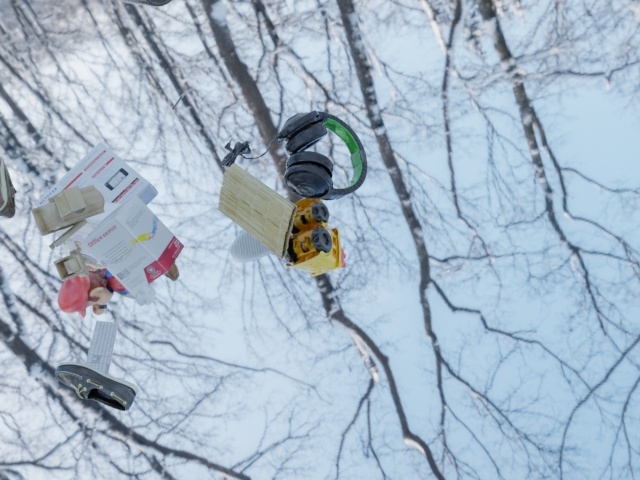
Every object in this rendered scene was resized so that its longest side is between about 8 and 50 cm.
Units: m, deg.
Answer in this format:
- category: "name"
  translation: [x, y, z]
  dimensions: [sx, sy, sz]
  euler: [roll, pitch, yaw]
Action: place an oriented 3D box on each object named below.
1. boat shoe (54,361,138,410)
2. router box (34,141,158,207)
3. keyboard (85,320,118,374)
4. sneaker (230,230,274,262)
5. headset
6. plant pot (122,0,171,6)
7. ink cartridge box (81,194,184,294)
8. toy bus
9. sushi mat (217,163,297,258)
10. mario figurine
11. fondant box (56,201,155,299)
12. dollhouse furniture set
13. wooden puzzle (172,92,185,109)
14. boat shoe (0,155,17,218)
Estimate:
- category: "boat shoe"
  translation: [-0.610, 0.394, 1.745]
  dimensions: [0.228, 0.081, 0.068]
  euler: [19, -140, -5]
- category: "router box"
  translation: [-0.813, -0.153, 2.359]
  dimensions: [0.301, 0.082, 0.335]
  euler: [38, -102, 23]
- category: "keyboard"
  translation: [-0.701, 0.341, 2.078]
  dimensions: [0.072, 0.014, 0.256]
  euler: [13, -152, -16]
- category: "sneaker"
  translation: [-0.184, 0.022, 2.100]
  dimensions: [0.282, 0.102, 0.161]
  euler: [-30, 162, -37]
- category: "headset"
  translation: [-0.058, -0.222, 1.733]
  dimensions: [0.394, 0.243, 0.185]
  euler: [2, 160, -37]
- category: "plant pot"
  translation: [-0.432, -0.635, 1.486]
  dimensions: [0.230, 0.215, 0.215]
  euler: [38, -116, 25]
- category: "ink cartridge box"
  translation: [-0.445, 0.009, 1.547]
  dimensions: [0.128, 0.176, 0.127]
  euler: [-30, -159, 25]
- category: "toy bus"
  translation: [0.000, 0.000, 2.020]
  dimensions: [0.150, 0.211, 0.220]
  euler: [-22, -124, 34]
- category: "sushi mat"
  translation: [-0.177, -0.089, 1.743]
  dimensions: [0.019, 0.151, 0.316]
  euler: [-6, -149, -42]
- category: "mario figurine"
  translation: [-0.560, 0.135, 1.799]
  dimensions: [0.321, 0.170, 0.198]
  euler: [-20, 170, -26]
- category: "fondant box"
  translation: [-0.692, 0.025, 2.054]
  dimensions: [0.238, 0.330, 0.096]
  euler: [10, -138, 24]
- category: "dollhouse furniture set"
  translation: [-0.447, -0.017, 1.243]
  dimensions: [0.101, 0.160, 0.182]
  euler: [-26, -171, -41]
- category: "wooden puzzle"
  translation: [-0.430, -0.422, 1.966]
  dimensions: [0.049, 0.006, 0.083]
  euler: [-49, -165, 20]
- category: "boat shoe"
  translation: [-1.003, -0.164, 2.027]
  dimensions: [0.095, 0.095, 0.257]
  euler: [-30, -127, 8]
